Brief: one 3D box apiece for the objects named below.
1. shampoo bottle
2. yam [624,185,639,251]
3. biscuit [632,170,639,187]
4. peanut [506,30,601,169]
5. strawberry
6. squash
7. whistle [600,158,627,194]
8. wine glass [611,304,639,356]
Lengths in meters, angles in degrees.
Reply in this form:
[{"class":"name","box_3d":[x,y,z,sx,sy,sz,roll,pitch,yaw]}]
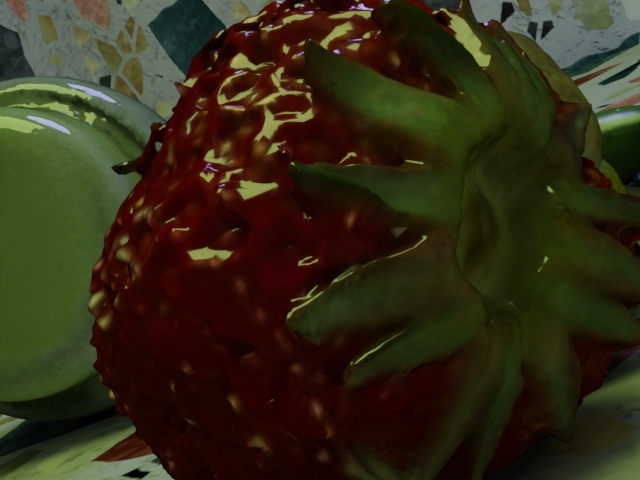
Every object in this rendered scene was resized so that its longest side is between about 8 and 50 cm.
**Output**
[{"class":"shampoo bottle","box_3d":[-0.248,0.006,1.501,0.322,0.322,0.317,-20,-2,17]},{"class":"yam","box_3d":[0.238,-0.017,1.250,0.054,0.054,0.132,-24,8,-11]},{"class":"biscuit","box_3d":[0.415,-0.117,1.359,0.186,0.079,0.309,-18,8,46]},{"class":"peanut","box_3d":[0.109,-0.063,1.043,0.122,0.137,0.253,20,-8,-4]},{"class":"strawberry","box_3d":[-0.012,0.013,0.849,0.292,0.292,0.343,-28,12,-41]},{"class":"squash","box_3d":[0.214,-0.063,1.562,0.292,0.082,0.082,-20,7,24]},{"class":"whistle","box_3d":[0.175,0.009,1.131,0.123,0.123,0.223,-21,27,9]},{"class":"wine glass","box_3d":[0.147,0.035,0.949,0.202,0.093,0.093,-15,9,47]}]
